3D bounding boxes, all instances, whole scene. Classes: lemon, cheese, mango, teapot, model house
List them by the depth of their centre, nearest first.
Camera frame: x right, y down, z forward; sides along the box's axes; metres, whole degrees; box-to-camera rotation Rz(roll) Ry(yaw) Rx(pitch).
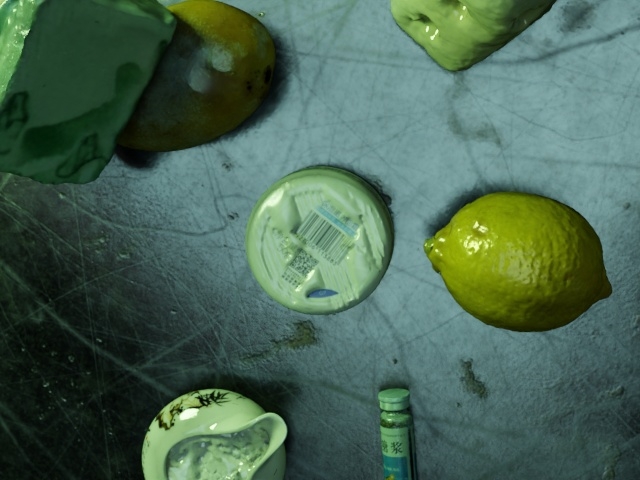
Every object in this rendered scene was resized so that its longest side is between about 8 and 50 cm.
[{"bbox_3d":[0.234,-0.356,1.134,0.174,0.251,0.248,44,85,-1],"label":"cheese"},{"bbox_3d":[-0.386,-0.271,1.187,0.325,0.194,0.267,49,117,36],"label":"model house"},{"bbox_3d":[0.264,0.029,1.192,0.257,0.188,0.188,14,99,-1],"label":"lemon"},{"bbox_3d":[-0.209,-0.220,1.237,0.316,0.146,0.192,-13,87,19],"label":"mango"},{"bbox_3d":[-0.170,0.336,1.305,0.300,0.166,0.208,-41,103,0],"label":"teapot"}]

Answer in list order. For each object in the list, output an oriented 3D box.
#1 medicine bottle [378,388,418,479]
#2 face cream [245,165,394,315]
[{"bbox_3d":[0.116,0.315,1.317,0.051,0.051,0.191,-4,96,7],"label":"medicine bottle"},{"bbox_3d":[0.000,0.000,1.258,0.206,0.111,0.205,1,100,6],"label":"face cream"}]
